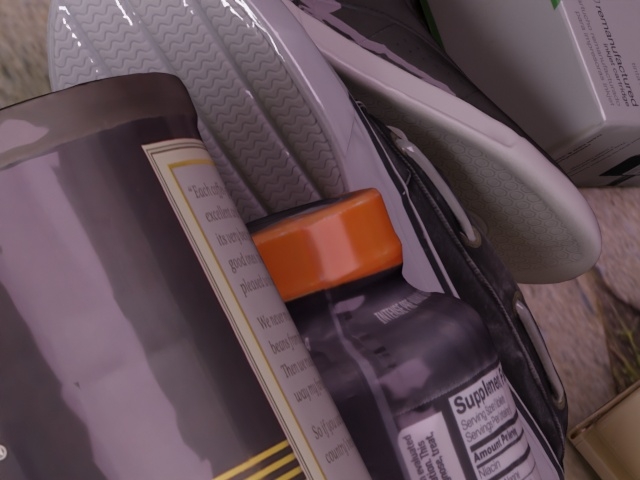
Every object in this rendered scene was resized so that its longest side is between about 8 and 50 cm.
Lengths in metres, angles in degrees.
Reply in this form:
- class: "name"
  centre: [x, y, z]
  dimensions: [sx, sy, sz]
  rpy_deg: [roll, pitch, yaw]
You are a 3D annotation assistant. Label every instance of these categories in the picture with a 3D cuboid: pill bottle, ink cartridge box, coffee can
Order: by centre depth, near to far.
- class: "coffee can"
  centre: [-0.071, 0.116, 0.576]
  dimensions: [0.201, 0.201, 0.275]
  rpy_deg: [-23, 84, -53]
- class: "pill bottle"
  centre: [0.021, 0.107, 0.718]
  dimensions: [0.130, 0.130, 0.246]
  rpy_deg: [-24, 96, -53]
- class: "ink cartridge box"
  centre: [0.160, -0.114, 1.091]
  dimensions: [0.208, 0.087, 0.153]
  rpy_deg: [-3, 70, -51]

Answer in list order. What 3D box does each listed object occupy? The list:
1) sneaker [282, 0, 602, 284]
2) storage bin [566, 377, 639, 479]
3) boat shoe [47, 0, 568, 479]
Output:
- class: "sneaker"
  centre: [0.033, -0.097, 0.916]
  dimensions: [0.295, 0.104, 0.147]
  rpy_deg: [32, 50, -26]
- class: "storage bin"
  centre: [0.319, 0.116, 0.990]
  dimensions: [0.262, 0.123, 0.260]
  rpy_deg: [-30, 77, -37]
- class: "boat shoe"
  centre: [0.000, 0.000, 0.828]
  dimensions: [0.335, 0.121, 0.119]
  rpy_deg: [58, 27, -20]
